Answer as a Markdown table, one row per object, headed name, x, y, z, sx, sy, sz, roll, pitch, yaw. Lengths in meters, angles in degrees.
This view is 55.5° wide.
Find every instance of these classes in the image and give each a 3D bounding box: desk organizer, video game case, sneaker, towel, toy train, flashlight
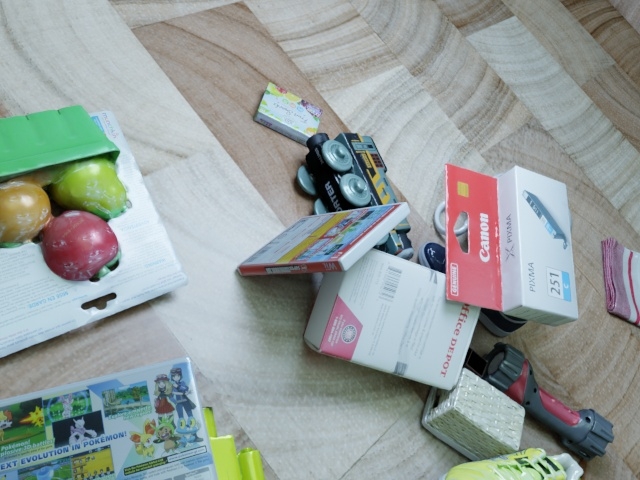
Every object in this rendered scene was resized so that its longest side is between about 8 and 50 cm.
| name | x | y | z | sx | sy | sz | roll | pitch | yaw |
| --- | --- | --- | --- | --- | --- | --- | --- | --- | --- |
| desk organizer | 0.279 | 0.237 | 1.262 | 0.130 | 0.050 | 0.047 | 39 | 51 | -2 |
| video game case | -0.312 | 0.340 | 0.841 | 0.328 | 0.036 | 0.300 | -11 | 63 | -18 |
| sneaker | 0.327 | 0.413 | 1.036 | 0.384 | 0.147 | 0.145 | 20 | 23 | -51 |
| towel | 0.910 | 0.148 | 1.661 | 0.328 | 0.037 | 0.237 | 23 | 55 | -15 |
| sneaker | 0.355 | 0.082 | 1.327 | 0.282 | 0.153 | 0.099 | 42 | 54 | 0 |
| toy train | 0.085 | -0.086 | 1.303 | 0.190 | 0.142 | 0.334 | -9 | 67 | -42 |
| video game case | 0.000 | 0.000 | 1.119 | 0.204 | 0.285 | 0.025 | -39 | 112 | -38 |
| flashlight | 0.479 | 0.334 | 1.280 | 0.304 | 0.103 | 0.103 | 33 | 49 | -5 |

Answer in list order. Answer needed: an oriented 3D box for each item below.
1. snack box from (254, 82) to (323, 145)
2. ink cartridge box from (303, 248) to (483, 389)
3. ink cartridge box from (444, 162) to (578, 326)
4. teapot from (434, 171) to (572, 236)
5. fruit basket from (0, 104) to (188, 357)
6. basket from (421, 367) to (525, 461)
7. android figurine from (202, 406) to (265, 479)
| name | x | y | z | sx | sy | sz | roll | pitch | yaw |
| --- | --- | --- | --- | --- | --- | --- | --- | --- | --- |
| snack box | -0.072 | -0.288 | 1.393 | 0.141 | 0.037 | 0.100 | 24 | 55 | -14 |
| ink cartridge box | 0.138 | 0.142 | 1.151 | 0.282 | 0.117 | 0.208 | 20 | 87 | -18 |
| ink cartridge box | 0.367 | -0.004 | 1.176 | 0.260 | 0.066 | 0.297 | 14 | 64 | -21 |
| teapot | 0.427 | -0.021 | 1.393 | 0.252 | 0.256 | 0.187 | 48 | 66 | -12 |
| fruit basket | -0.432 | -0.030 | 1.005 | 0.326 | 0.165 | 0.353 | -23 | 90 | -35 |
| basket | 0.298 | 0.339 | 1.173 | 0.167 | 0.103 | 0.113 | 35 | 46 | -5 |
| android figurine | -0.198 | 0.395 | 0.914 | 0.248 | 0.056 | 0.273 | 0 | 61 | -28 |
